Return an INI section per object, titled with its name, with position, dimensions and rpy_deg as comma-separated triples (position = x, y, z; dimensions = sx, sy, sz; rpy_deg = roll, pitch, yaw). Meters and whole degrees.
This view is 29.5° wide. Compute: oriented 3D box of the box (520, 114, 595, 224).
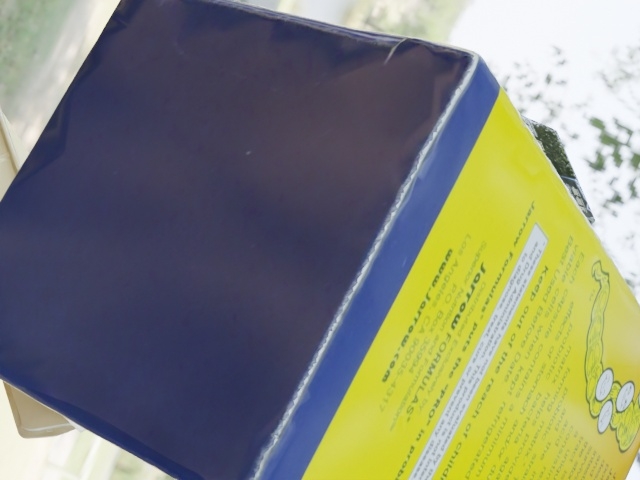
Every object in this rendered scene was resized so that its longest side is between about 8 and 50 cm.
[box]
position = 0.153, -0.008, 1.113
dimensions = 0.180, 0.077, 0.147
rpy_deg = -57, -157, 32

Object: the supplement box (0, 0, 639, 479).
[supplement box]
position = 0.023, 0.055, 0.623
dimensions = 0.195, 0.194, 0.356
rpy_deg = -62, 144, -11

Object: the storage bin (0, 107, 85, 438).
[storage bin]
position = -0.293, 0.040, 1.148
dimensions = 0.262, 0.123, 0.260
rpy_deg = 85, -16, -69
